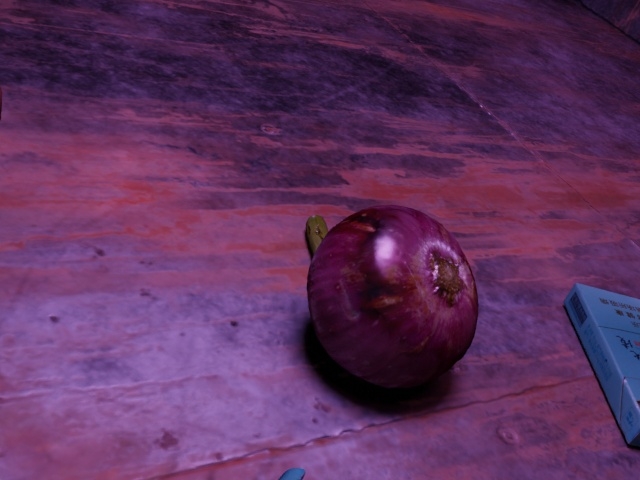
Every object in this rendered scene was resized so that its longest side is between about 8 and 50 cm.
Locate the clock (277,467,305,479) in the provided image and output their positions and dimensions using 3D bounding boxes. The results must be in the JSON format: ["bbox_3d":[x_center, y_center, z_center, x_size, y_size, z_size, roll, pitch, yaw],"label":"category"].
[{"bbox_3d":[0.036,0.249,0.443,0.231,0.116,0.262,24,2,9],"label":"clock"}]

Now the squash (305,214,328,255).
[{"bbox_3d":[0.000,0.000,0.915,0.027,0.027,0.083,8,34,-22],"label":"squash"}]

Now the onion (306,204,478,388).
[{"bbox_3d":[0.068,0.054,0.772,0.177,0.153,0.177,32,28,-19],"label":"onion"}]

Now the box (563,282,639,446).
[{"bbox_3d":[0.388,0.148,0.923,0.162,0.041,0.229,14,33,-13],"label":"box"}]

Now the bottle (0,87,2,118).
[{"bbox_3d":[-0.437,-0.139,0.779,0.245,0.104,0.104,-1,39,-33],"label":"bottle"}]
